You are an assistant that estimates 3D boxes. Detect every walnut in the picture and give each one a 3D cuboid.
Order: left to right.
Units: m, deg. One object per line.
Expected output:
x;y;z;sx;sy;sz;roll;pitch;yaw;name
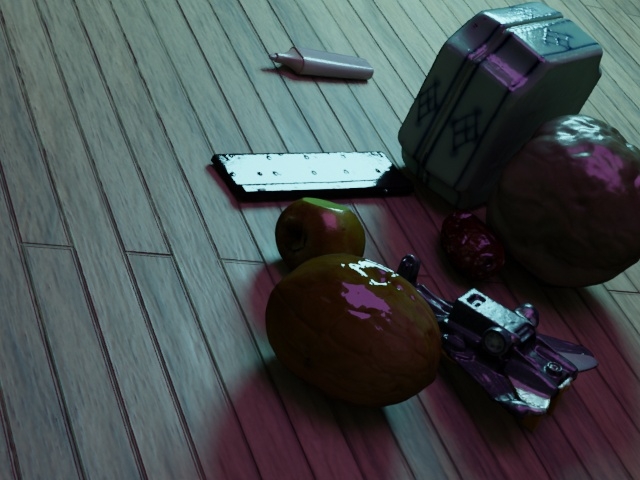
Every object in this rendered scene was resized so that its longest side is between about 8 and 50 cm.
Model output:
0.039;0.102;1.470;0.207;0.167;0.167;29;32;2;walnut
0.356;-0.047;1.828;0.248;0.248;0.248;18;33;-12;walnut

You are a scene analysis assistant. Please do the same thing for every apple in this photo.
0.000;0.000;1.648;0.114;0.099;0.102;18;12;41;apple

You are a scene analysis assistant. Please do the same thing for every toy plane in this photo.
0.176;0.097;1.621;0.316;0.103;0.204;38;35;19;toy plane

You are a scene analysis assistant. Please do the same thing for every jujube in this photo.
0.205;0.003;1.808;0.077;0.077;0.129;12;28;-21;jujube

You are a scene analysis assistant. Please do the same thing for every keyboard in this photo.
-0.004;-0.091;1.849;0.309;0.018;0.101;-4;41;-39;keyboard

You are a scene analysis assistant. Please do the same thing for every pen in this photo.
-0.001;-0.285;2.122;0.197;0.032;0.053;3;39;-36;pen

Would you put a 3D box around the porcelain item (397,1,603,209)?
0.262;-0.205;1.951;0.157;0.281;0.286;43;37;21;porcelain item
